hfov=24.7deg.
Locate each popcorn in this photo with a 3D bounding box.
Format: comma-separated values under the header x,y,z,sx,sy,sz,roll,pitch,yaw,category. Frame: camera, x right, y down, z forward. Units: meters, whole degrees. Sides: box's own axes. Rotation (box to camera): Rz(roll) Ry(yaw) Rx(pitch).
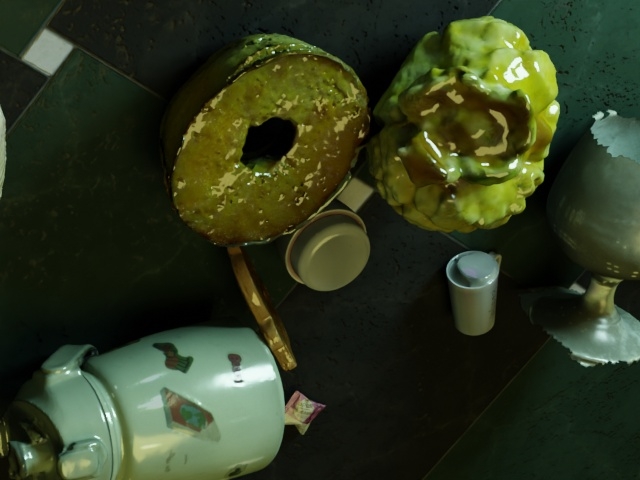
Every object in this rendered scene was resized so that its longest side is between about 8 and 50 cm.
x,y,z,sx,sy,sz,roll,pitch,yaw,category
0.175,-0.139,1.811,0.270,0.224,0.258,-48,159,-33,popcorn

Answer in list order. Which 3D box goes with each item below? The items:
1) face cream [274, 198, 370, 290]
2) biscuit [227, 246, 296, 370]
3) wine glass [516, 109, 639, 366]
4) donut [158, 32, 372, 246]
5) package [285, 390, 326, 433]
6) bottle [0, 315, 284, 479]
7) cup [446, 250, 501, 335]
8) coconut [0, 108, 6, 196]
x,y,z,sx,sy,sz,roll,pitch,yaw,category
0.000,0.000,1.900,0.117,0.104,0.117,-16,129,-20,face cream
-0.078,0.088,1.899,0.027,0.133,0.184,-23,134,4,biscuit
0.421,-0.004,2.073,0.238,0.238,0.323,-2,122,-30,wine glass
-0.074,-0.130,1.754,0.272,0.107,0.272,-17,132,-20,donut
-0.028,0.252,2.127,0.059,0.029,0.083,-54,143,4,package
-0.244,0.228,1.835,0.351,0.229,0.229,-12,129,-33,bottle
0.230,0.068,2.125,0.104,0.074,0.116,-47,146,-33,cup
-0.457,-0.079,1.458,0.297,0.254,0.297,-15,129,-19,coconut
